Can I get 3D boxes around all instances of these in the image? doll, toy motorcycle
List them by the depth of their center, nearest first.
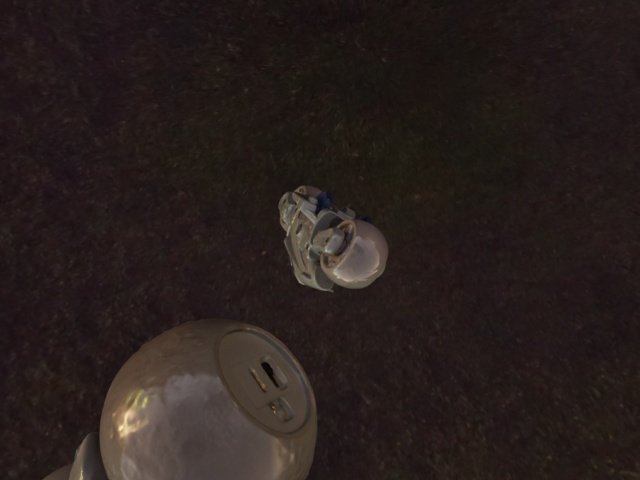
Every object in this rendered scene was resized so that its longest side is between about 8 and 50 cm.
[{"bbox_3d":[-0.130,0.177,0.432,0.151,0.151,0.287,43,114,-10],"label":"doll"},{"bbox_3d":[0.000,0.000,0.698,0.112,0.254,0.112,-5,107,-17],"label":"toy motorcycle"}]
